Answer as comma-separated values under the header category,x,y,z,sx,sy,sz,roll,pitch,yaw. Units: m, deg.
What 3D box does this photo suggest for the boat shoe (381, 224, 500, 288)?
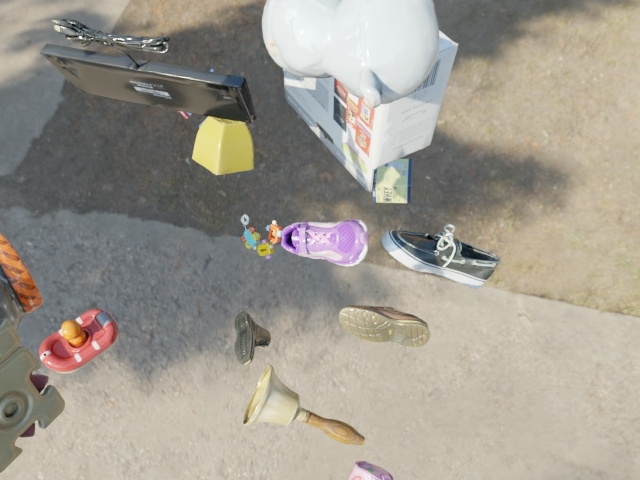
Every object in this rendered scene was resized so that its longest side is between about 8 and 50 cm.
category,x,y,z,sx,sy,sz,roll,pitch,yaw
boat shoe,0.295,0.024,1.267,0.306,0.105,0.113,23,34,-15

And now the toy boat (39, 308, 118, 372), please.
category,x,y,z,sx,sy,sz,roll,pitch,yaw
toy boat,-0.756,0.298,1.635,0.231,0.151,0.151,-37,61,-21

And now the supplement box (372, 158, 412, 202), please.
category,x,y,z,sx,sy,sz,roll,pitch,yaw
supplement box,0.155,-0.130,1.145,0.083,0.056,0.083,2,51,10

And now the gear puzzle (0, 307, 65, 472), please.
category,x,y,z,sx,sy,sz,roll,pitch,yaw
gear puzzle,-0.327,0.060,0.360,0.044,0.339,0.175,2,34,29

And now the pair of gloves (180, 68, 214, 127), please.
category,x,y,z,sx,sy,sz,roll,pitch,yaw
pair of gloves,-0.310,-0.371,1.481,0.023,0.198,0.159,30,76,32

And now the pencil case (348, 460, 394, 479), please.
category,x,y,z,sx,sy,sz,roll,pitch,yaw
pencil case,0.093,0.733,1.393,0.124,0.124,0.284,23,83,5

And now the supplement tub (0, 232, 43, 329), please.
category,x,y,z,sx,sy,sz,roll,pitch,yaw
supplement tub,-0.687,0.131,0.913,0.338,0.207,0.207,-34,69,-33

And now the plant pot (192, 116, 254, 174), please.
category,x,y,z,sx,sy,sz,roll,pitch,yaw
plant pot,-0.167,-0.172,0.921,0.081,0.083,0.081,-17,38,-41

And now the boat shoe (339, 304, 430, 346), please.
category,x,y,z,sx,sy,sz,roll,pitch,yaw
boat shoe,0.124,0.162,1.039,0.178,0.064,0.060,12,21,0

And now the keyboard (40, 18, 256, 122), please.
category,x,y,z,sx,sy,sz,roll,pitch,yaw
keyboard,-0.261,-0.253,0.784,0.317,0.201,0.033,11,76,7

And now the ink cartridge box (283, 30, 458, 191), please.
category,x,y,z,sx,sy,sz,roll,pitch,yaw
ink cartridge box,0.061,-0.286,0.919,0.130,0.272,0.309,-26,60,-20

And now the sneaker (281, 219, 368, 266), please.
category,x,y,z,sx,sy,sz,roll,pitch,yaw
sneaker,0.000,0.000,1.090,0.104,0.236,0.095,8,86,-37

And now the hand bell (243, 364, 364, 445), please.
category,x,y,z,sx,sy,sz,roll,pitch,yaw
hand bell,-0.021,0.359,1.071,0.242,0.126,0.126,26,57,-9

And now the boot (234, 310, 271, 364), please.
category,x,y,z,sx,sy,sz,roll,pitch,yaw
boot,-0.203,0.331,1.693,0.077,0.137,0.198,-33,37,20

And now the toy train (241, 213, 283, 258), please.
category,x,y,z,sx,sy,sz,roll,pitch,yaw
toy train,-0.166,-0.017,1.562,0.166,0.125,0.046,22,25,37

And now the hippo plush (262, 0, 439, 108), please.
category,x,y,z,sx,sy,sz,roll,pitch,yaw
hippo plush,0.062,-0.264,0.507,0.294,0.237,0.234,16,36,14
